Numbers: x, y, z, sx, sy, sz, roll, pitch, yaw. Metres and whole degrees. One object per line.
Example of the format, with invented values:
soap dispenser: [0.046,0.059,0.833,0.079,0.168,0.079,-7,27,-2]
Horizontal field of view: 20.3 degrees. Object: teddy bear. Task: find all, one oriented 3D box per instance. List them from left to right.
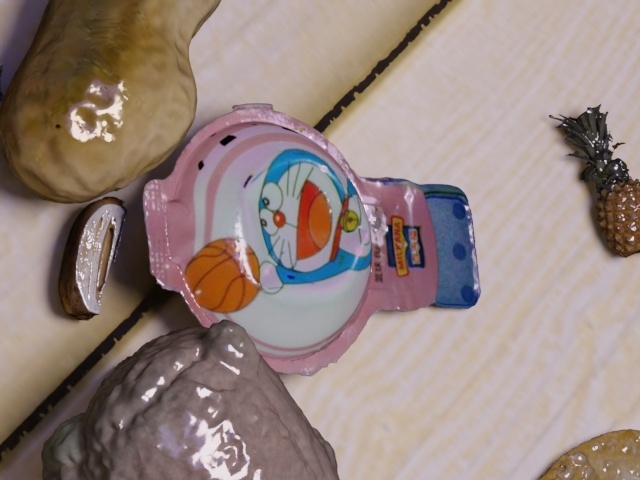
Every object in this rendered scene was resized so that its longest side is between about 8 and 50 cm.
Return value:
teddy bear: [-0.044,0.179,1.104,0.267,0.151,0.236,59,33,-11]

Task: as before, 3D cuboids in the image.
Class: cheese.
cheese: [0.000,0.000,1.221,0.286,0.074,0.188,4,77,-38]

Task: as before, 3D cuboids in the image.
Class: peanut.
peanut: [-0.129,-0.124,1.175,0.120,0.110,0.236,12,59,24]

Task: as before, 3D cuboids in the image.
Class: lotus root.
lotus root: [-0.153,0.010,1.163,0.030,0.037,0.083,22,71,-26]

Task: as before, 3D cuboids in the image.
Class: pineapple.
pineapple: [0.222,-0.049,1.357,0.058,0.058,0.124,-21,79,-29]

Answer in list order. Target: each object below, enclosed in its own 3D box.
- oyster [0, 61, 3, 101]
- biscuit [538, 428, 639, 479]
oyster: [-0.255,-0.074,1.149,0.100,0.037,0.098,-2,56,-5]
biscuit: [0.233,0.242,1.287,0.220,0.033,0.219,7,73,-22]
